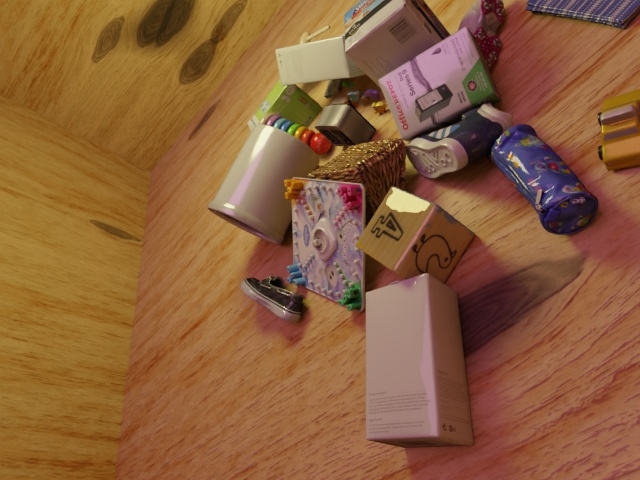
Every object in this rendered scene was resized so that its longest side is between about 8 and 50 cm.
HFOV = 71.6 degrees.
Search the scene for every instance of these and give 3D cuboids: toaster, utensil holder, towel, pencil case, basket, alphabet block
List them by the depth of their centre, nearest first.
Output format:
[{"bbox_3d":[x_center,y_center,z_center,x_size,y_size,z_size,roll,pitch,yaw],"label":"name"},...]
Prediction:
[{"bbox_3d":[0.507,-0.147,1.033,0.305,0.133,0.119,-103,20,-43],"label":"pencil case"},{"bbox_3d":[0.753,-0.696,1.190,0.243,0.040,0.336,-50,40,12],"label":"towel"},{"bbox_3d":[0.250,-0.002,1.193,0.197,0.193,0.193,-59,34,4],"label":"alphabet block"},{"bbox_3d":[0.148,-0.187,1.460,0.223,0.213,0.299,-37,21,-25],"label":"basket"},{"bbox_3d":[0.088,-0.436,1.679,0.168,0.186,0.110,19,77,53],"label":"toaster"},{"bbox_3d":[-0.217,-0.221,1.791,0.328,0.328,0.385,17,78,53],"label":"utensil holder"}]

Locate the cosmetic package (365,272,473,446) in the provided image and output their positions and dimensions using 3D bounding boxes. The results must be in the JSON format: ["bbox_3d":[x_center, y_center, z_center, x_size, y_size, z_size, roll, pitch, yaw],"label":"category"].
[{"bbox_3d":[0.225,0.287,1.060,0.197,0.155,0.365,-23,50,40],"label":"cosmetic package"}]

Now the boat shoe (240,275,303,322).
[{"bbox_3d":[-0.169,0.189,1.634,0.335,0.121,0.119,23,89,43],"label":"boat shoe"}]

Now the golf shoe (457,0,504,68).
[{"bbox_3d":[0.493,-0.634,1.410,0.140,0.115,0.305,-19,50,63],"label":"golf shoe"}]

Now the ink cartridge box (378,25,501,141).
[{"bbox_3d":[0.348,-0.447,1.318,0.289,0.122,0.210,-24,85,31],"label":"ink cartridge box"}]

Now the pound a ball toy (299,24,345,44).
[{"bbox_3d":[0.057,-0.833,1.958,0.319,0.208,0.135,14,77,52],"label":"pound a ball toy"}]

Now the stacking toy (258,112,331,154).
[{"bbox_3d":[-0.102,-0.444,1.887,0.331,0.141,0.141,21,83,27],"label":"stacking toy"}]

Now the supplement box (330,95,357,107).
[{"bbox_3d":[0.097,-0.569,1.857,0.099,0.062,0.036,14,78,52],"label":"supplement box"}]

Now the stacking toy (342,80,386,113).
[{"bbox_3d":[0.164,-0.569,1.733,0.222,0.052,0.166,3,67,29],"label":"stacking toy"}]

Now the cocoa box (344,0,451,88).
[{"bbox_3d":[0.272,-0.636,1.452,0.232,0.347,0.227,-28,47,36],"label":"cocoa box"}]

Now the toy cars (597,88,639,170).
[{"bbox_3d":[0.718,-0.333,0.938,0.393,0.087,0.176,-51,38,13],"label":"toy cars"}]

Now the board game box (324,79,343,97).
[{"bbox_3d":[0.063,-0.701,2.021,0.090,0.020,0.090,-5,63,49],"label":"board game box"}]

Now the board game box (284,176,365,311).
[{"bbox_3d":[0.000,0.000,1.443,0.390,0.051,0.389,16,111,53],"label":"board game box"}]

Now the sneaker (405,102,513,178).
[{"bbox_3d":[0.408,-0.295,1.286,0.236,0.130,0.323,-34,14,-6],"label":"sneaker"}]

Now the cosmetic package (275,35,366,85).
[{"bbox_3d":[0.029,-0.730,1.790,0.385,0.217,0.156,16,124,44],"label":"cosmetic package"}]

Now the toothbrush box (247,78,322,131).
[{"bbox_3d":[-0.167,-0.579,2.058,0.283,0.206,0.122,-51,37,15],"label":"toothbrush box"}]
